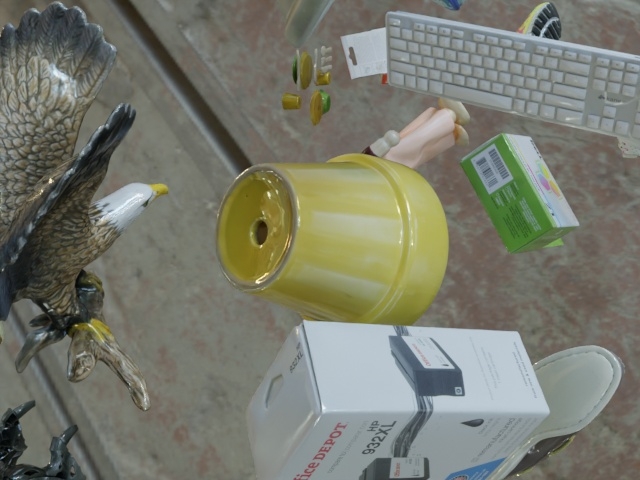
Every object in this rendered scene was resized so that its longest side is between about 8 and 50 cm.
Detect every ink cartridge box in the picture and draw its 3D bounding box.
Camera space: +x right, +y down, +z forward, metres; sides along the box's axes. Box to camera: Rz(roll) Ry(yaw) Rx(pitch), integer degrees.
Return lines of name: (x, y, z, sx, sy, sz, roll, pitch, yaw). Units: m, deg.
ink cartridge box: (0.381, -0.085, 1.598, 0.097, 0.255, 0.189, -35, 73, 32)
ink cartridge box: (0.085, -0.223, 1.072, 0.115, 0.029, 0.063, -11, 71, -4)
ink cartridge box: (0.088, 0.219, 1.117, 0.223, 0.307, 0.129, 119, 147, -43)

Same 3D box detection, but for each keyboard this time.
keyboard: (0.169, -0.128, 0.707, 0.256, 0.014, 0.072, 17, 133, 23)

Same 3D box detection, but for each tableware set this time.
tableware set: (-0.016, -0.201, 1.179, 0.024, 0.154, 0.104, 6, 108, 16)

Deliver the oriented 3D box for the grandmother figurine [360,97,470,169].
grandmother figurine: (0.104, -0.121, 1.571, 0.342, 0.208, 0.104, -33, 53, -13)

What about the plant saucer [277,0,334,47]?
plant saucer: (0.049, -0.369, 0.808, 0.100, 0.400, 0.400, 32, 116, -6)

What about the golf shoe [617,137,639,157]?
golf shoe: (0.487, -0.171, 1.391, 0.186, 0.067, 0.086, 38, 113, 8)

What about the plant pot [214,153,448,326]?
plant pot: (0.000, 0.000, 1.186, 0.254, 0.239, 0.254, -9, 77, 45)

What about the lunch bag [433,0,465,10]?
lunch bag: (0.152, -0.464, 1.396, 0.090, 0.176, 0.219, -42, 42, 5)

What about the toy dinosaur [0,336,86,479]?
toy dinosaur: (-0.357, 0.253, 0.890, 0.164, 0.218, 0.322, 45, 113, 25)

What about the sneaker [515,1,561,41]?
sneaker: (0.377, -0.367, 1.685, 0.094, 0.081, 0.208, 14, 65, 50)

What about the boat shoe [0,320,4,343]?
boat shoe: (-0.452, 0.087, 1.127, 0.068, 0.190, 0.072, -13, 41, 5)

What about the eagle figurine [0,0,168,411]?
eagle figurine: (-0.233, -0.025, 0.781, 0.226, 0.225, 0.298, 14, 137, 17)

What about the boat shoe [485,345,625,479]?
boat shoe: (0.347, 0.269, 1.377, 0.324, 0.096, 0.117, -51, 55, 30)
